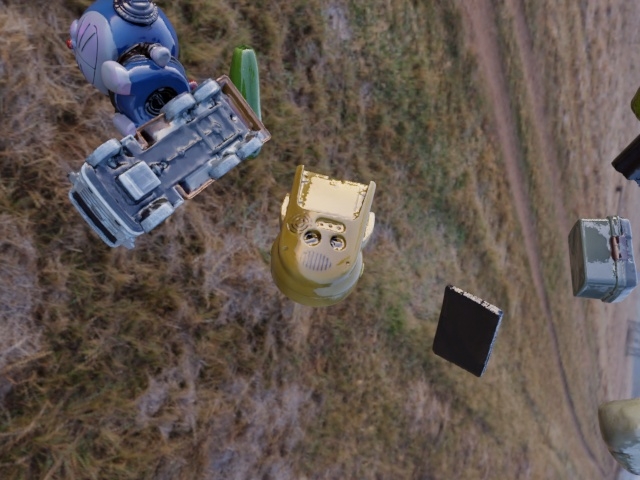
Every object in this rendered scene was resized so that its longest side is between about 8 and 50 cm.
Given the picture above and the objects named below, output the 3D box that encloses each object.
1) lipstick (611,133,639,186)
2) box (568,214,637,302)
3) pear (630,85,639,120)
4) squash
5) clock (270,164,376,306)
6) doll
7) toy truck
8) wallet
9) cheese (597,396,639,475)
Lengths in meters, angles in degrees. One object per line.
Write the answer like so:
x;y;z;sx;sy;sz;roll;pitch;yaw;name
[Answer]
0.616;-0.244;0.916;0.418;0.077;0.077;-51;168;32;lipstick
0.716;0.047;1.583;0.148;0.129;0.210;78;15;-64;box
0.732;-0.306;1.320;0.107;0.131;0.107;50;20;-26;pear
-0.191;-0.344;1.568;0.082;0.082;0.293;-35;131;-53;squash
0.000;0.000;1.531;0.200;0.244;0.317;96;7;-57;clock
-0.416;-0.401;1.368;0.240;0.310;0.284;-18;148;-35;doll
-0.294;-0.146;1.196;0.173;0.207;0.387;53;50;-10;toy truck
0.301;0.191;1.289;0.025;0.124;0.244;-48;152;-32;wallet
0.751;0.389;1.268;0.328;0.351;0.130;31;48;-39;cheese
